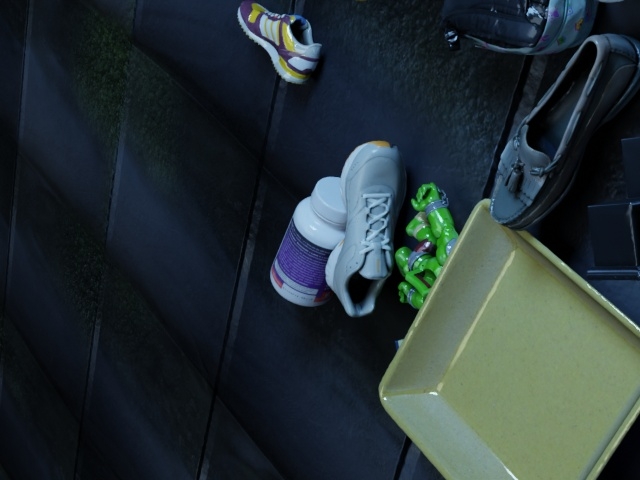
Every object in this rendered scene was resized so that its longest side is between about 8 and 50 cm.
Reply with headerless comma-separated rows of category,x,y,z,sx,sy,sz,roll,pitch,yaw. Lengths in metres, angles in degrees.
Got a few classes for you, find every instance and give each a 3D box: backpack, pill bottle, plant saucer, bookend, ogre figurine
backpack,0.233,-0.286,1.366,0.182,0.115,0.152,33,128,50
pill bottle,0.000,0.000,1.778,0.108,0.108,0.193,55,138,32
plant saucer,0.253,0.171,1.446,0.333,0.081,0.333,46,121,38
bookend,0.350,-0.047,1.224,0.072,0.156,0.157,-3,95,56
ogre figurine,0.151,0.034,1.584,0.197,0.097,0.118,-61,37,28

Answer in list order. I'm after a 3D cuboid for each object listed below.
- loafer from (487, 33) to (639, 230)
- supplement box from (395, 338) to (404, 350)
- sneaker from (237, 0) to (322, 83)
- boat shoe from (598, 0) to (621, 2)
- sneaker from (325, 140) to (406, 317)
loafer,0.264,-0.127,1.340,0.267,0.084,0.096,-57,49,26
supplement box,0.158,0.174,1.641,0.083,0.056,0.083,-12,89,56
sneaker,-0.058,-0.330,1.823,0.185,0.069,0.084,52,128,25
boat shoe,0.287,-0.434,1.266,0.158,0.127,0.340,-99,-1,-73
sneaker,0.076,-0.009,1.645,0.121,0.099,0.262,-111,25,-58
